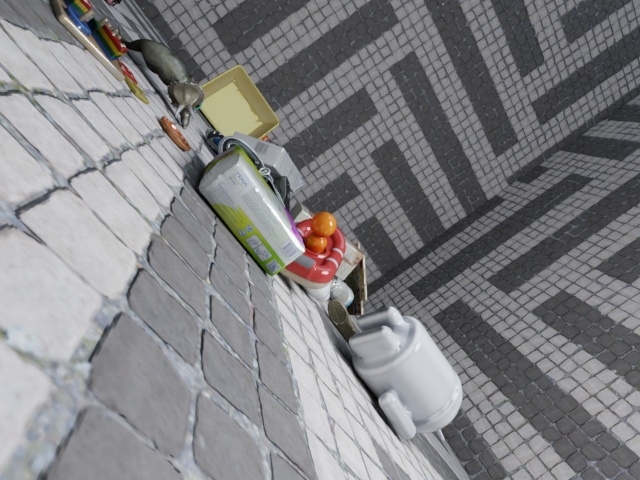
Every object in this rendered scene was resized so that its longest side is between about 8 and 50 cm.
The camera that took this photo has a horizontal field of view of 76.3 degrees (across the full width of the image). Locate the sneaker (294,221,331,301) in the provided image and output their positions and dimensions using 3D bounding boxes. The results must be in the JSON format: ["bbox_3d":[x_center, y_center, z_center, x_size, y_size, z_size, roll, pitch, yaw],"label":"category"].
[{"bbox_3d":[-0.048,0.058,1.178,0.305,0.114,0.152,-114,-179,-54],"label":"sneaker"}]

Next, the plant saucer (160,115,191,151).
[{"bbox_3d":[-0.300,-0.219,0.842,0.083,0.013,0.083,54,1,-1],"label":"plant saucer"}]

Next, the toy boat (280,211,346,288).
[{"bbox_3d":[-0.009,0.000,0.966,0.151,0.151,0.231,27,26,4],"label":"toy boat"}]

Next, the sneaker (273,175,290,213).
[{"bbox_3d":[-0.197,-0.163,1.698,0.087,0.131,0.227,61,23,-57],"label":"sneaker"}]

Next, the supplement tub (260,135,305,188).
[{"bbox_3d":[-0.256,-0.388,2.228,0.337,0.207,0.207,55,2,-2],"label":"supplement tub"}]

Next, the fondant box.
[{"bbox_3d":[-0.241,-0.342,1.824,0.239,0.096,0.330,22,-8,14],"label":"fondant box"}]

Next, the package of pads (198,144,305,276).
[{"bbox_3d":[-0.148,-0.083,0.869,0.229,0.101,0.296,54,1,-22],"label":"package of pads"}]

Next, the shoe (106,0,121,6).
[{"bbox_3d":[-0.688,-0.818,1.343,0.081,0.064,0.178,55,6,-26],"label":"shoe"}]

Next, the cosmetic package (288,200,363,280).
[{"bbox_3d":[0.000,0.000,1.524,0.296,0.129,0.153,35,11,-19],"label":"cosmetic package"}]

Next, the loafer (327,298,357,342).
[{"bbox_3d":[0.063,0.238,1.213,0.147,0.056,0.050,64,-1,-9],"label":"loafer"}]

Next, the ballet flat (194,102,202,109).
[{"bbox_3d":[-0.458,-0.513,1.342,0.247,0.083,0.087,44,25,-71],"label":"ballet flat"}]

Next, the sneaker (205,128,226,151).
[{"bbox_3d":[-0.311,-0.300,1.350,0.083,0.071,0.190,48,-4,47],"label":"sneaker"}]

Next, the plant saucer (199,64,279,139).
[{"bbox_3d":[-0.401,-0.600,1.906,0.081,0.332,0.332,-13,-61,51],"label":"plant saucer"}]

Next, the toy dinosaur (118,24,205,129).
[{"bbox_3d":[-0.390,-0.441,1.048,0.313,0.121,0.160,58,-12,-10],"label":"toy dinosaur"}]

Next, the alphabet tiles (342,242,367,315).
[{"bbox_3d":[0.133,0.166,1.683,0.342,0.011,0.284,139,-49,-75],"label":"alphabet tiles"}]

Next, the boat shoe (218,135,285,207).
[{"bbox_3d":[-0.200,-0.181,1.218,0.306,0.113,0.105,63,-14,-7],"label":"boat shoe"}]

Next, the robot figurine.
[{"bbox_3d":[0.218,0.332,1.020,0.353,0.200,0.300,54,39,-14],"label":"robot figurine"}]

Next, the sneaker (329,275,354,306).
[{"bbox_3d":[0.037,0.165,1.569,0.228,0.087,0.092,47,3,35],"label":"sneaker"}]

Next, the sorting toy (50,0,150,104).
[{"bbox_3d":[-0.390,-0.365,0.716,0.132,0.046,0.274,55,2,32],"label":"sorting toy"}]
